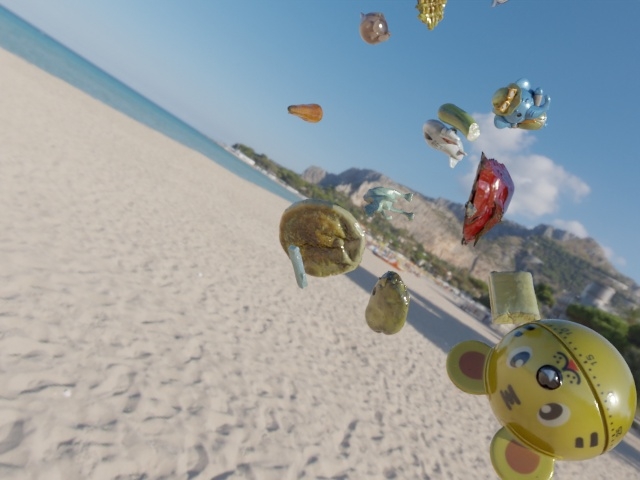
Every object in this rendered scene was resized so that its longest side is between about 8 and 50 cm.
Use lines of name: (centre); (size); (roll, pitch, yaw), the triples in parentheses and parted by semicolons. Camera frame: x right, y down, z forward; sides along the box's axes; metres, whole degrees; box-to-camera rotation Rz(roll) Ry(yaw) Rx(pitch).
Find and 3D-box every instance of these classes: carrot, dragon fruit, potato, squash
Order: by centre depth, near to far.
carrot: (-0.053, -0.382, 1.444); (0.061, 0.061, 0.256); (33, 23, 12)
dragon fruit: (0.512, -0.108, 1.449); (0.100, 0.282, 0.343); (24, 17, 25)
squash: (0.552, -0.482, 1.931); (0.083, 0.083, 0.250); (30, 19, -38)
potato: (0.299, 0.276, 2.107); (0.191, 0.296, 0.141); (24, 22, 38)

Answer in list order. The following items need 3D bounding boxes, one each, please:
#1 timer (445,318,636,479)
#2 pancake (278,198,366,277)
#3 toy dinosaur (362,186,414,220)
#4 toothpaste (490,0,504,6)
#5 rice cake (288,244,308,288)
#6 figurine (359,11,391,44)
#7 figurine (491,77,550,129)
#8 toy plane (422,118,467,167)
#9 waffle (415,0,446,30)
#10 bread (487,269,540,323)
timer: (0.548, 0.379, 1.194); (0.376, 0.386, 0.376); (163, -90, -85)
pancake: (-0.001, -0.001, 1.988); (0.387, 0.387, 0.082); (33, 37, 0)
toy dinosaur: (0.264, -0.161, 1.865); (0.205, 0.092, 0.393); (14, 30, -1)
toothpaste: (0.522, -0.700, 1.388); (0.045, 0.071, 0.193); (68, 26, -11)
rice cake: (-0.073, 0.093, 1.646); (0.042, 0.030, 0.180); (16, -45, 33)
figurine: (0.211, -0.836, 1.892); (0.125, 0.125, 0.138); (30, 22, -34)
figurine: (0.791, -0.523, 1.882); (0.262, 0.180, 0.154); (5, 52, -15)
toy plane: (0.547, -0.440, 2.142); (0.252, 0.118, 0.252); (38, -1, 1)
waffle: (0.450, -1.029, 1.991); (0.051, 0.291, 0.291); (11, -13, 44)
bread: (0.594, 0.172, 1.495); (0.178, 0.139, 0.060); (-80, 157, -44)
